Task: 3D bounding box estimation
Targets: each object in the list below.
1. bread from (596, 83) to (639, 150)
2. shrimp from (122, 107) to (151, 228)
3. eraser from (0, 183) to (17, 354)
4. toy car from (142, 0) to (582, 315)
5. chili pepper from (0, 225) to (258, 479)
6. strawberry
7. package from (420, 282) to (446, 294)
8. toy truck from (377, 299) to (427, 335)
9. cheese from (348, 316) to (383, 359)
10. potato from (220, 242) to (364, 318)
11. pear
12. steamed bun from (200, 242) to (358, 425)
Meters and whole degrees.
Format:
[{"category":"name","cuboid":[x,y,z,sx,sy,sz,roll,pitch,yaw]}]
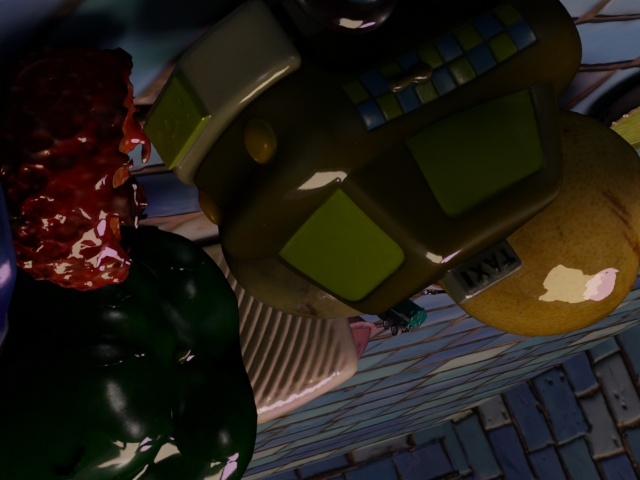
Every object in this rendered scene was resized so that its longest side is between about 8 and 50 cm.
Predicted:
[{"category":"bread","cuboid":[0.362,-0.143,1.330,0.228,0.034,0.228,-19,167,-4]},{"category":"shrimp","cuboid":[-0.140,-0.050,0.949,0.124,0.034,0.178,-33,161,18]},{"category":"eraser","cuboid":[-0.245,0.023,0.799,0.101,0.155,0.332,-14,164,-21]},{"category":"toy car","cuboid":[0.048,-0.059,0.791,0.248,0.198,0.204,-29,171,-32]},{"category":"chili pepper","cuboid":[-0.181,0.115,1.035,0.256,0.249,0.233,-24,166,40]},{"category":"strawberry","cuboid":[-0.139,-0.041,0.777,0.086,0.145,0.145,-7,165,-4]},{"category":"package","cuboid":[0.144,0.027,1.604,0.269,0.071,0.194,7,149,-39]},{"category":"toy truck","cuboid":[0.091,0.083,1.693,0.039,0.083,0.044,-7,123,-43]},{"category":"cheese","cuboid":[-0.049,0.139,1.705,0.286,0.074,0.189,-9,161,-29]},{"category":"potato","cuboid":[0.000,0.000,1.097,0.157,0.157,0.194,-19,168,-10]},{"category":"pear","cuboid":[0.184,-0.016,1.214,0.208,0.209,0.209,-20,166,-5]},{"category":"steamed bun","cuboid":[-0.096,0.097,1.278,0.238,0.170,0.152,-11,166,-25]}]
